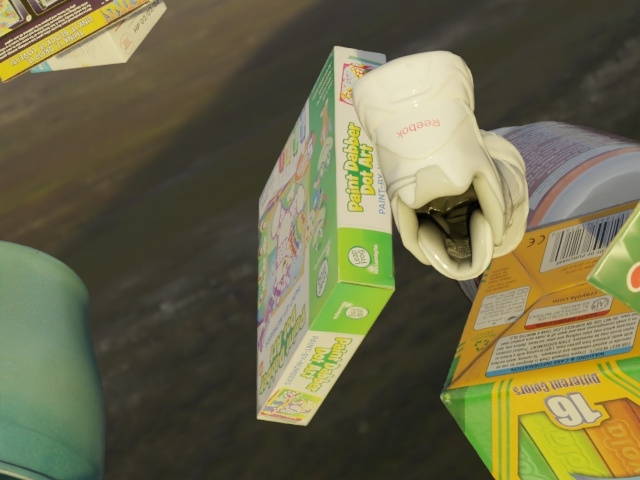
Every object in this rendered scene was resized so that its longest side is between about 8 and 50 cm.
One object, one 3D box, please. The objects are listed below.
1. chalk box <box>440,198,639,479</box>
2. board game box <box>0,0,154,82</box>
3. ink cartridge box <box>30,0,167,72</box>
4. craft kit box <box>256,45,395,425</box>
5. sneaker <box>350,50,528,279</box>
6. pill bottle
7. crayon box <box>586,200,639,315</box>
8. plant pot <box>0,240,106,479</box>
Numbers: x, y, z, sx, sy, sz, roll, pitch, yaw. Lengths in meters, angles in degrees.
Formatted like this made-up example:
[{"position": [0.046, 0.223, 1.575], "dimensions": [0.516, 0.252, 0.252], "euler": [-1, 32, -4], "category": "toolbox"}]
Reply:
[{"position": [0.244, 0.136, 1.199], "dimensions": [0.180, 0.289, 0.179], "euler": [-16, 32, 33], "category": "chalk box"}, {"position": [-0.261, -0.250, 1.581], "dimensions": [0.170, 0.141, 0.048], "euler": [-27, 31, 3], "category": "board game box"}, {"position": [-0.248, -0.248, 1.891], "dimensions": [0.181, 0.062, 0.104], "euler": [-2, 42, 35], "category": "ink cartridge box"}, {"position": [0.000, 0.000, 1.497], "dimensions": [0.061, 0.247, 0.250], "euler": [7, -35, -16], "category": "craft kit box"}, {"position": [0.081, -0.019, 1.051], "dimensions": [0.090, 0.115, 0.232], "euler": [-18, -25, 15], "category": "sneaker"}, {"position": [0.250, 0.001, 1.639], "dimensions": [0.224, 0.224, 0.392], "euler": [-27, 14, -6], "category": "pill bottle"}, {"position": [0.318, 0.033, 0.826], "dimensions": [0.202, 0.318, 0.081], "euler": [-57, 5, 9], "category": "crayon box"}, {"position": [-0.324, 0.148, 1.580], "dimensions": [0.271, 0.271, 0.255], "euler": [-17, 53, 29], "category": "plant pot"}]
